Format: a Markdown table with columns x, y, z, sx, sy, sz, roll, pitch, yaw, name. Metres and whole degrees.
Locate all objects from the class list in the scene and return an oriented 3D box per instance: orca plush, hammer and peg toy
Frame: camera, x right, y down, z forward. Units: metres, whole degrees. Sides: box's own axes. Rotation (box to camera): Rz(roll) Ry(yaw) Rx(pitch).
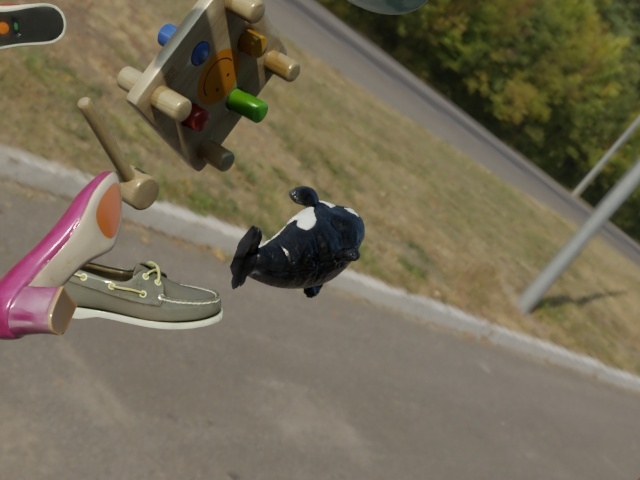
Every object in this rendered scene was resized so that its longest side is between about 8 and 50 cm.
| x | y | z | sx | sy | sz | roll | pitch | yaw | name |
| --- | --- | --- | --- | --- | --- | --- | --- | --- | --- |
| 0.000 | 0.000 | 1.360 | 0.102 | 0.151 | 0.287 | 0 | -4 | 29 | orca plush |
| -0.196 | -0.212 | 1.575 | 0.127 | 0.361 | 0.266 | 32 | -9 | 24 | hammer and peg toy |

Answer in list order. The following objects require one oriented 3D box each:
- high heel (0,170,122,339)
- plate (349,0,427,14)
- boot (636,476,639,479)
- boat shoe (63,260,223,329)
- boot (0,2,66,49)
| x | y | z | sx | sy | sz | roll | pitch | yaw | name |
| --- | --- | --- | --- | --- | --- | --- | --- | --- | --- |
| -0.311 | 0.012 | 1.195 | 0.082 | 0.117 | 0.244 | 67 | 29 | -49 | high heel |
| 0.047 | -0.326 | 1.147 | 0.188 | 0.024 | 0.188 | 26 | -35 | 20 | plate |
| 0.298 | 0.247 | 0.707 | 0.109 | 0.220 | 0.283 | 60 | 1 | -35 | boot |
| -0.306 | 0.080 | 1.687 | 0.305 | 0.091 | 0.109 | 6 | 15 | -8 | boat shoe |
| -0.550 | -0.340 | 1.659 | 0.244 | 0.088 | 0.176 | -7 | 12 | -31 | boot |
